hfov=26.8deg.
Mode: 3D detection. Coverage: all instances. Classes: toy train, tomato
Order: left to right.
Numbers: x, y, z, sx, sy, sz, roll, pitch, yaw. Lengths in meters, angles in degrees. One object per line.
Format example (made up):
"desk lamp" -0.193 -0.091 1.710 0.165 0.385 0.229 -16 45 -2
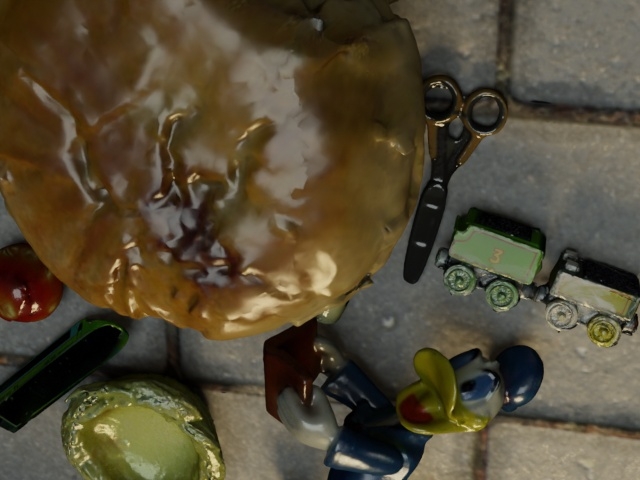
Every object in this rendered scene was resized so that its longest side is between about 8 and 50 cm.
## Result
"tomato" -0.314 0.047 1.402 0.087 0.075 0.087 8 120 14
"toy train" -0.283 0.135 1.456 0.209 0.042 0.044 -37 126 25
"toy train" 0.210 0.035 1.272 0.202 0.060 0.081 19 113 2

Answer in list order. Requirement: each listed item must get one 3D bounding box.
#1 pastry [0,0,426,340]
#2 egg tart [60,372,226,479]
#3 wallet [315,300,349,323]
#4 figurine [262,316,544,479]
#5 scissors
"pastry" -0.099 -0.114 1.164 0.409 0.245 0.410 6 111 15
"egg tart" -0.186 0.218 1.453 0.197 0.078 0.197 7 119 12
"wallet" 0.000 0.000 1.319 0.110 0.039 0.155 27 118 -1
"figurine" 0.063 0.180 1.346 0.338 0.204 0.284 -30 104 11
"scissors" 0.112 -0.052 1.278 0.088 0.017 0.220 15 119 3
